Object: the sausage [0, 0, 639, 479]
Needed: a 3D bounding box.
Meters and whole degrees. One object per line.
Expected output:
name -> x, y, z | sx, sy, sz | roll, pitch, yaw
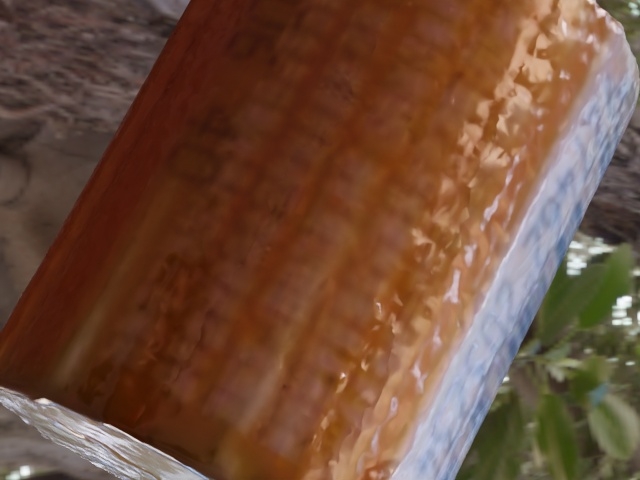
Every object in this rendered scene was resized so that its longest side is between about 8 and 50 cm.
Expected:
sausage -> 0.000, 0.000, 0.797 | 0.233, 0.233, 0.287 | 19, -106, 30
